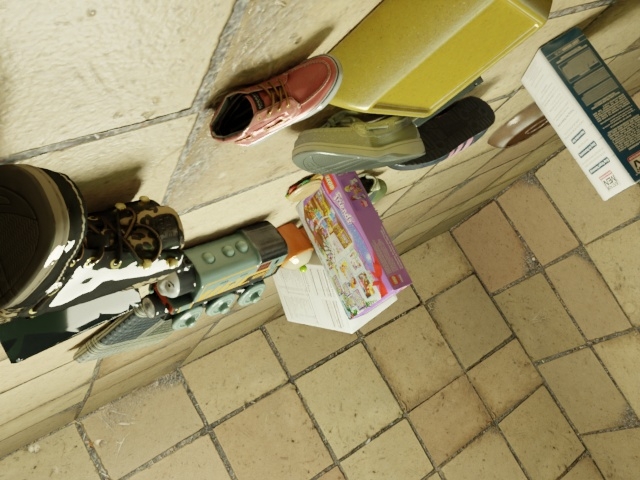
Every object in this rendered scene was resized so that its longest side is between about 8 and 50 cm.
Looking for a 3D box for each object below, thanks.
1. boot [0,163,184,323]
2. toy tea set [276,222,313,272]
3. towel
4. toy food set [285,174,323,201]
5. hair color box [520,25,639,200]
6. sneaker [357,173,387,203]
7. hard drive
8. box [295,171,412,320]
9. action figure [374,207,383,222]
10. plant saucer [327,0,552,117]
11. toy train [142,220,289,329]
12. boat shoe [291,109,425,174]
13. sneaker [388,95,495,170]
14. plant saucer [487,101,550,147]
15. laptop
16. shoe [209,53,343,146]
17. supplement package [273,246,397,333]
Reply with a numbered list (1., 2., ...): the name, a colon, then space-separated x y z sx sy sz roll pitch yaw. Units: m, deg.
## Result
1. boot: -0.293 0.005 0.758 0.284 0.138 0.377 -18 168 -47
2. toy tea set: 0.000 0.000 1.623 0.336 0.124 0.200 -27 169 -18
3. towel: -0.432 0.200 1.619 0.312 0.056 0.324 -37 167 17
4. toy food set: -0.034 -0.107 1.298 0.082 0.020 0.083 -24 169 -30
5. hair color box: 0.595 -0.272 1.364 0.105 0.347 0.174 -31 170 0
6. sneaker: 0.114 -0.126 1.501 0.192 0.064 0.086 -17 168 -43
7. hard drive: 0.212 -0.262 1.094 0.135 0.022 0.094 -34 -150 17
8. box: 0.063 0.004 1.338 0.057 0.293 0.201 -18 165 -31
9. action figure: 0.079 -0.016 1.884 0.185 0.099 0.285 -11 155 -44
10. plant saucer: 0.180 -0.282 0.894 0.332 0.081 0.332 -37 169 31
11. toy train: -0.221 0.069 1.337 0.333 0.142 0.190 -18 152 -43
12. boat shoe: 0.068 -0.178 1.076 0.320 0.103 0.118 -12 179 -45
13. sneaker: 0.241 -0.205 1.351 0.318 0.112 0.131 -24 165 -29
14. plant saucer: 0.668 -0.375 1.944 0.310 0.050 0.310 -28 170 -6
15. laptop: -0.453 0.102 1.094 0.234 0.137 0.264 -25 -169 -26
16. shoe: -0.056 -0.174 0.778 0.178 0.064 0.081 -30 176 22
17. supplement package: 0.032 0.109 1.716 0.199 0.198 0.262 -30 -159 -37
